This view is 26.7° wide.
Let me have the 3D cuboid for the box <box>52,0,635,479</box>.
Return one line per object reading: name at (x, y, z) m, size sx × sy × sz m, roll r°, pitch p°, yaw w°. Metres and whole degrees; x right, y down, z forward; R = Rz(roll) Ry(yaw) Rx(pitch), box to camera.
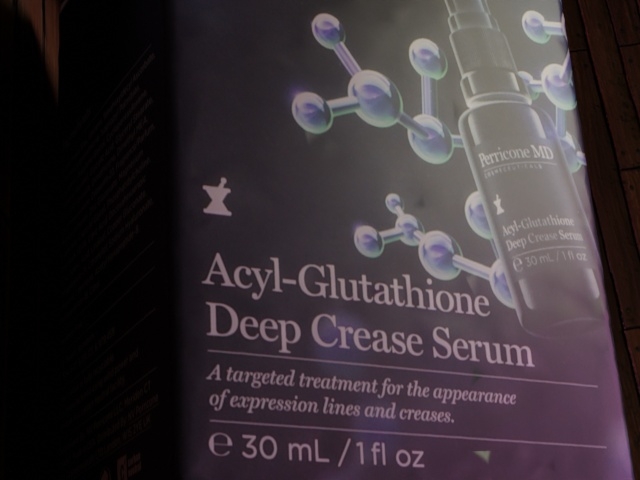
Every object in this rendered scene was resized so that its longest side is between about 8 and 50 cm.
box at (0.000, 0.000, 0.862) m, size 0.212 × 0.294 × 0.395 m, roll -38°, pitch -130°, yaw 54°
